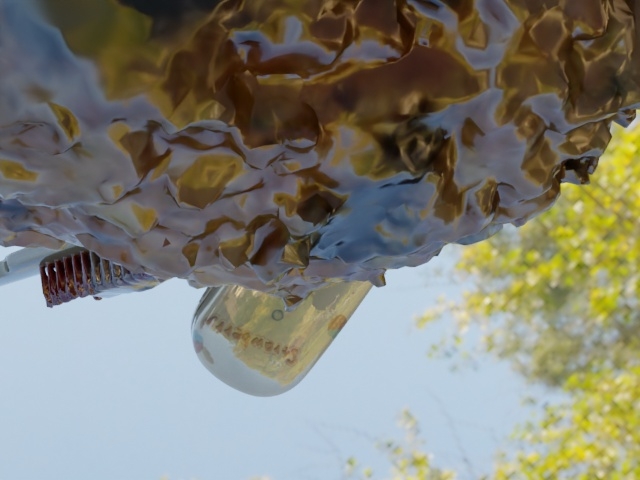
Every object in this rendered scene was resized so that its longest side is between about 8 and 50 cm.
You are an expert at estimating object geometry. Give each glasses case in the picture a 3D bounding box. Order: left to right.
[{"bbox_3d":[0.000,0.000,0.845,0.081,0.204,0.051,32,-175,-17],"label":"glasses case"}]

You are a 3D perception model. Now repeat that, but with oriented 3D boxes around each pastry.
[{"bbox_3d":[-0.019,-0.157,0.537,0.337,0.405,0.292,37,179,-20],"label":"pastry"}]

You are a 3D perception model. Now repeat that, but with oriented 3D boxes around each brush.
[{"bbox_3d":[-0.188,0.026,0.977,0.060,0.321,0.050,-12,-91,-41],"label":"brush"}]

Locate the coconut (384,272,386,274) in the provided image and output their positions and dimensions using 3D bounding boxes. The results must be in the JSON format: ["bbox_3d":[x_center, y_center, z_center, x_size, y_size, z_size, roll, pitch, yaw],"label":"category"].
[{"bbox_3d":[0.003,-0.034,1.370,0.171,0.183,0.171,27,167,7],"label":"coconut"}]
